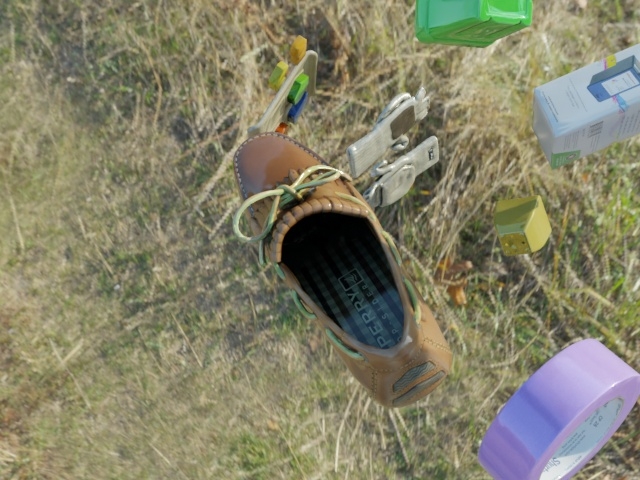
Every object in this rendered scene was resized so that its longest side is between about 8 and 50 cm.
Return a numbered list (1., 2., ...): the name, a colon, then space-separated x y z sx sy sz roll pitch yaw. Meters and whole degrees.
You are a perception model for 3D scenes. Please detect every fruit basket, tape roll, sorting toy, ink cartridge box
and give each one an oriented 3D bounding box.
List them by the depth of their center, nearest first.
1. tape roll: 0.377 0.287 1.205 0.274 0.275 0.090 -37 54 -14
2. ink cartridge box: 0.452 -0.214 1.216 0.212 0.154 0.093 -22 70 9
3. sorting toy: -0.074 -0.294 1.634 0.041 0.307 0.229 33 76 7
4. fruit basket: 0.316 -0.634 1.770 0.282 0.392 0.392 -6 59 -33

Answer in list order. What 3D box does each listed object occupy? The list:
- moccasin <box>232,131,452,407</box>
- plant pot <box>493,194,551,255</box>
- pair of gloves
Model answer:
1. moccasin: -0.003 0.002 0.807 0.139 0.147 0.380 -28 50 1
2. plant pot: 0.345 -0.018 1.330 0.081 0.081 0.083 -9 33 32
3. pair of gloves: 0.135 -0.166 1.443 0.204 0.240 0.042 -44 59 -11
